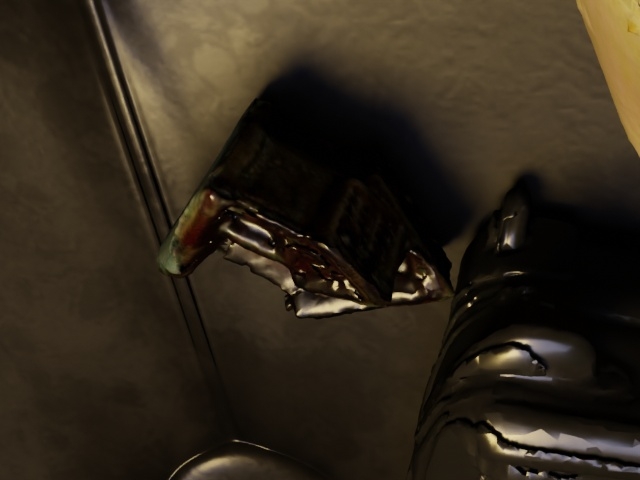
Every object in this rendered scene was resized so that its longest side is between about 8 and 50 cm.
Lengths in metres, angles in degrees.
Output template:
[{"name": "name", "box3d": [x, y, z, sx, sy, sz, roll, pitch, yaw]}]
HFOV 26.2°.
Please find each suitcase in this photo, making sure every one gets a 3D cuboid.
[{"name": "suitcase", "box3d": [0.217, 0.164, 0.785, 0.345, 0.188, 0.339, 10, 132, 5]}]

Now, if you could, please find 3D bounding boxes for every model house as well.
[{"name": "model house", "box3d": [-0.001, 0.002, 0.738, 0.152, 0.165, 0.106, 26, 109, -5]}]

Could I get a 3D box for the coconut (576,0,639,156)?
[{"name": "coconut", "box3d": [0.233, -0.146, 0.469, 0.353, 0.352, 0.352, 6, 126, 9]}]
